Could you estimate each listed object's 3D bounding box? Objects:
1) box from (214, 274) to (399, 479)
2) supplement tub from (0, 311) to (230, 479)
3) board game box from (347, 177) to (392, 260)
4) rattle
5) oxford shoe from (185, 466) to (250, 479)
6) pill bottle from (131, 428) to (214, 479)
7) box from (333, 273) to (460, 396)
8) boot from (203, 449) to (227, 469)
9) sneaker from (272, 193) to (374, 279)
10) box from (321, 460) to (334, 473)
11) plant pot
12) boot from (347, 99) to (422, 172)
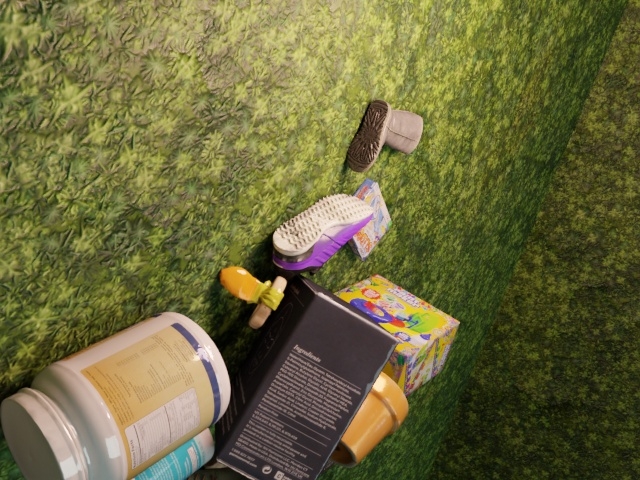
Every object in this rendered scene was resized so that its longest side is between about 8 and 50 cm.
[{"bbox_3d":[-0.047,0.306,1.444,0.395,0.212,0.293,-59,-169,0],"label":"box"},{"bbox_3d":[-0.337,0.277,1.097,0.316,0.228,0.228,-26,136,-44],"label":"supplement tub"},{"bbox_3d":[0.115,-0.050,1.677,0.136,0.035,0.201,-52,149,-13],"label":"board game box"},{"bbox_3d":[-0.151,0.112,1.435,0.199,0.143,0.130,-94,-160,-79],"label":"rattle"},{"bbox_3d":[-0.261,0.550,1.404,0.349,0.123,0.130,-16,137,4],"label":"oxford shoe"},{"bbox_3d":[-0.353,0.450,1.304,0.264,0.146,0.146,-30,139,-41],"label":"pill bottle"},{"bbox_3d":[0.169,0.262,1.777,0.279,0.290,0.176,-18,130,-50],"label":"box"},{"bbox_3d":[-0.212,0.550,1.682,0.197,0.073,0.152,-31,140,-21],"label":"boot"},{"bbox_3d":[-0.001,0.000,1.498,0.293,0.102,0.146,-28,141,-36],"label":"sneaker"},{"bbox_3d":[0.004,0.517,1.874,0.169,0.167,0.203,-26,136,-44],"label":"box"},{"bbox_3d":[0.078,0.429,1.567,0.188,0.205,0.205,-47,149,-38],"label":"plant pot"},{"bbox_3d":[0.160,-0.236,1.562,0.189,0.076,0.208,-63,157,9],"label":"boot"}]
